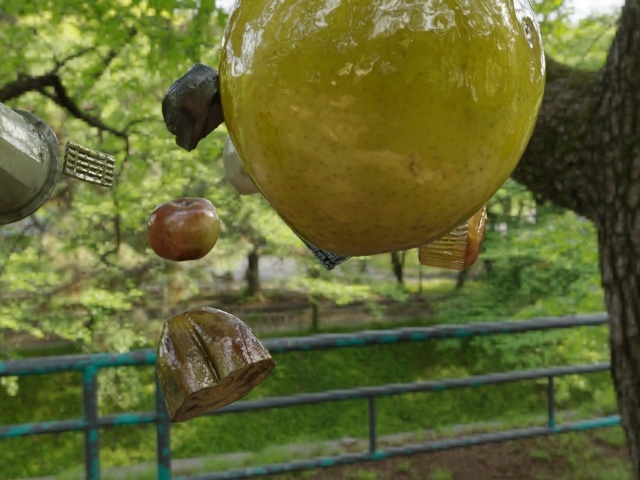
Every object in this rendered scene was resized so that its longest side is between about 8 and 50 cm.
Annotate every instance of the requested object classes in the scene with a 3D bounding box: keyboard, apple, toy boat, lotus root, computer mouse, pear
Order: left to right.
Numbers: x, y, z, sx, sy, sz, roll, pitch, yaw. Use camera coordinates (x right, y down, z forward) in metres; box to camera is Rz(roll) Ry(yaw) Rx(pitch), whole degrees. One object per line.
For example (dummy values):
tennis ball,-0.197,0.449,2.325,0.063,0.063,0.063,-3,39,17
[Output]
toy boat,-0.420,-0.137,1.629,0.016,0.063,0.115,1,-9,33
apple,-0.232,-0.018,1.533,0.126,0.102,0.126,-2,15,1
computer mouse,-0.159,-0.158,1.087,0.047,0.079,0.135,-27,-12,-42
lotus root,-0.201,0.199,1.583,0.188,0.180,0.199,-10,-26,-43
keyboard,0.000,-0.001,2.099,0.072,0.023,0.231,-29,33,-10
pear,0.067,-0.187,0.996,0.362,0.418,0.362,6,23,-3

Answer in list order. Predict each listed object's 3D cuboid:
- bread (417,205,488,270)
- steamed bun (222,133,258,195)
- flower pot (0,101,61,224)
bread,0.243,-0.030,1.619,0.114,0.132,0.190,6,32,11
steamed bun,-0.041,-0.158,1.382,0.232,0.145,0.232,-12,2,1
flower pot,-0.556,-0.156,1.464,0.212,0.212,0.202,-1,-18,5
